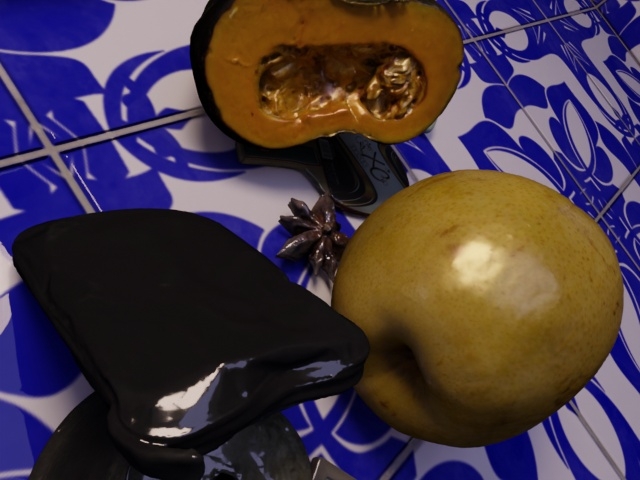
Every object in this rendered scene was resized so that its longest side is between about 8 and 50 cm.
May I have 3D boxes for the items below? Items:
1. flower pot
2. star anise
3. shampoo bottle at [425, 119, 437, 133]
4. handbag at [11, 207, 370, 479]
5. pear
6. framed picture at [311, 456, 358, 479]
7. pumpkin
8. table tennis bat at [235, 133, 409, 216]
[{"bbox_3d":[-0.101,0.202,0.406,0.235,0.148,0.236,16,56,-26],"label":"flower pot"},{"bbox_3d":[-0.010,0.000,0.643,0.129,0.056,0.124,-22,79,-41],"label":"star anise"},{"bbox_3d":[0.121,-0.258,0.891,0.190,0.041,0.069,28,57,-19],"label":"shampoo bottle"},{"bbox_3d":[-0.117,0.049,0.419,0.191,0.075,0.332,-9,29,-39],"label":"handbag"},{"bbox_3d":[0.166,0.066,0.572,0.314,0.314,0.315,17,57,-27],"label":"pear"},{"bbox_3d":[0.027,0.389,0.474,0.213,0.016,0.289,38,49,-14],"label":"framed picture"},{"bbox_3d":[-0.007,-0.258,0.657,0.324,0.242,0.232,-3,37,-18],"label":"pumpkin"},{"bbox_3d":[0.015,-0.115,0.751,0.301,0.022,0.174,4,62,-36],"label":"table tennis bat"}]
